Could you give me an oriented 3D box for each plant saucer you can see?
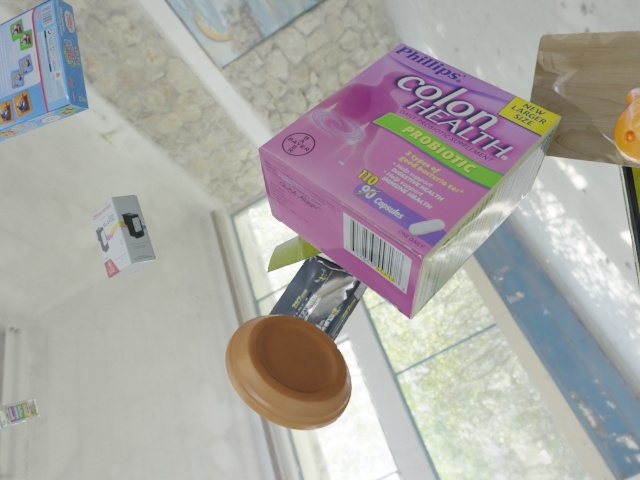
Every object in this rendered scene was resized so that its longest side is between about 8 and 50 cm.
[{"bbox_3d":[-0.039,0.180,0.745,0.199,0.037,0.200,21,-149,-13],"label":"plant saucer"},{"bbox_3d":[0.000,0.000,0.961,0.188,0.188,0.045,-22,89,64],"label":"plant saucer"}]

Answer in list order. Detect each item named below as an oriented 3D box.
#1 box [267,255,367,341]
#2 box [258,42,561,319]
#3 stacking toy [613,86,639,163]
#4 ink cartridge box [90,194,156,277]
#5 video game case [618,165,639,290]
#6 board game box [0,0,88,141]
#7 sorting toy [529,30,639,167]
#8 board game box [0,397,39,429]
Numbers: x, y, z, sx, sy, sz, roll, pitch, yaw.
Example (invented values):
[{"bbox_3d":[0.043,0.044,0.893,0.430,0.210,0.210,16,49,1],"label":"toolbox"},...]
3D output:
[{"bbox_3d":[-0.011,0.164,1.317,0.183,0.233,0.059,23,161,36],"label":"box"},{"bbox_3d":[0.096,-0.079,0.566,0.213,0.243,0.117,37,153,26],"label":"box"},{"bbox_3d":[0.291,-0.140,0.279,0.175,0.165,0.302,64,151,20],"label":"stacking toy"},{"bbox_3d":[-0.497,-0.010,1.270,0.072,0.127,0.175,-12,-100,-50],"label":"ink cartridge box"},{"bbox_3d":[0.493,-0.084,0.589,0.035,0.248,0.275,33,-126,-62],"label":"video game case"},{"bbox_3d":[-0.454,-0.250,0.771,0.039,0.211,0.160,-4,-97,-69],"label":"board game box"},{"bbox_3d":[0.310,-0.153,0.549,0.274,0.046,0.132,19,113,44],"label":"sorting toy"},{"bbox_3d":[-0.441,0.236,0.611,0.103,0.154,0.026,123,127,-77],"label":"board game box"}]
